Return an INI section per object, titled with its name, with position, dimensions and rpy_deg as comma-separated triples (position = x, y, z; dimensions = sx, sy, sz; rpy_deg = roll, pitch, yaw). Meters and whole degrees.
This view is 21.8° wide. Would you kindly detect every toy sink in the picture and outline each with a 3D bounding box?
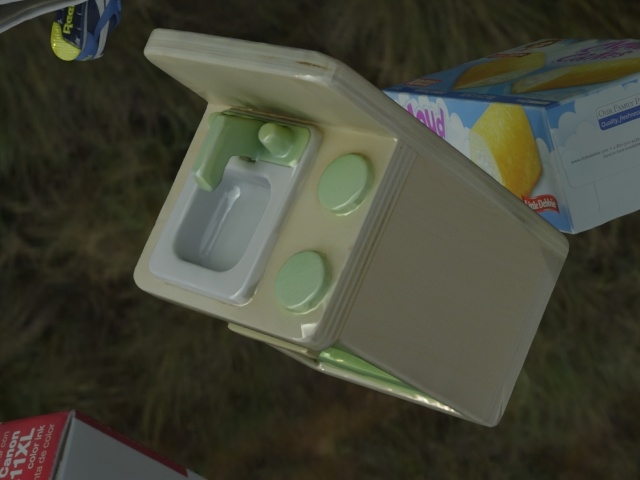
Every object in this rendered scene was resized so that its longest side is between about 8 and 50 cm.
[toy sink]
position = 0.000, 0.000, 0.919
dimensions = 0.234, 0.152, 0.131
rpy_deg = 34, 76, -45

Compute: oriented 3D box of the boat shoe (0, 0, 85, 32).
[boat shoe]
position = -0.287, -0.151, 1.194
dimensions = 0.277, 0.098, 0.096
rpy_deg = -29, 87, -10

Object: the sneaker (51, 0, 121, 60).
[sneaker]
position = -0.235, -0.254, 1.724
dimensions = 0.059, 0.053, 0.144
rpy_deg = 9, 98, -56

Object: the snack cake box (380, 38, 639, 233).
[snack cake box]
position = 0.168, -0.082, 1.179
dimensions = 0.152, 0.264, 0.089
rpy_deg = -21, 104, -18

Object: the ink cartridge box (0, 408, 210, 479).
[ink cartridge box]
position = -0.131, 0.136, 0.707
dimensions = 0.175, 0.072, 0.127
rpy_deg = -13, 147, 36
